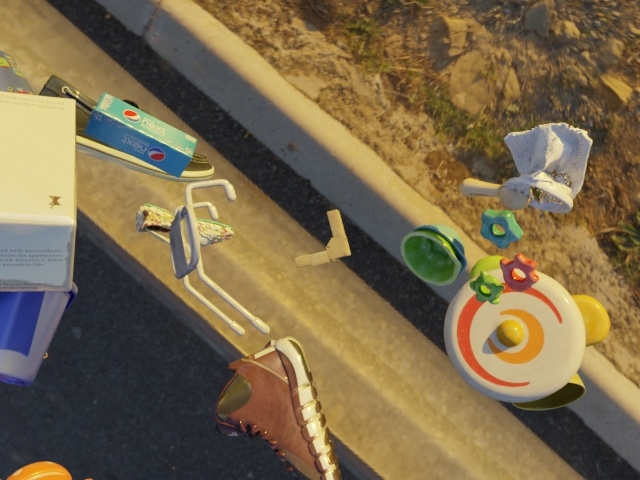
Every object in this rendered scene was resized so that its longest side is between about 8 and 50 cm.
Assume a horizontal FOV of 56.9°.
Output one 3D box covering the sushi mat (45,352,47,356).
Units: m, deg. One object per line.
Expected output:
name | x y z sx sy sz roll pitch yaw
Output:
sushi mat | -0.807 0.222 1.359 0.317 0.151 0.019 23 106 12

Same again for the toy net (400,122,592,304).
toy net | 0.167 -0.010 0.540 0.122 0.045 0.232 46 147 8

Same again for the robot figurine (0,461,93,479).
robot figurine | -0.455 0.458 0.967 0.219 0.158 0.128 38 164 39

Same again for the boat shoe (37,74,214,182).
boat shoe | -0.464 -0.262 1.470 0.187 0.500 0.156 27 97 46

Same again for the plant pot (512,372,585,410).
plant pot | 0.426 0.256 1.135 0.134 0.095 0.134 -1 143 -1

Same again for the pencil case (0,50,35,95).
pencil case | -0.588 -0.224 1.127 0.133 0.119 0.306 -47 68 30

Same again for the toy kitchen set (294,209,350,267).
toy kitchen set | 0.000 0.000 0.941 0.083 0.068 0.075 -15 86 8

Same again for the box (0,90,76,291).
box | -0.342 -0.052 0.593 0.181 0.182 0.119 2 141 -24

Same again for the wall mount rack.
wall mount rack | -0.216 0.050 1.185 0.350 0.131 0.304 155 105 -68

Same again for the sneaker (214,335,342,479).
sneaker | -0.069 0.298 0.883 0.163 0.106 0.281 -18 74 -2

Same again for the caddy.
caddy | -0.455 0.074 0.766 0.241 0.179 0.341 20 158 -22

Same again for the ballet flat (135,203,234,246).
ballet flat | -0.332 -0.021 1.426 0.241 0.077 0.091 14 160 0

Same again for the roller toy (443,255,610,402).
roller toy | 0.285 0.137 0.861 0.209 0.146 0.191 28 94 24

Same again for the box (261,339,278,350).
box | -0.105 0.276 1.168 0.027 0.137 0.094 13 149 -17

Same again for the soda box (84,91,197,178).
soda box | -0.370 -0.216 1.226 0.210 0.067 0.071 26 130 -22
